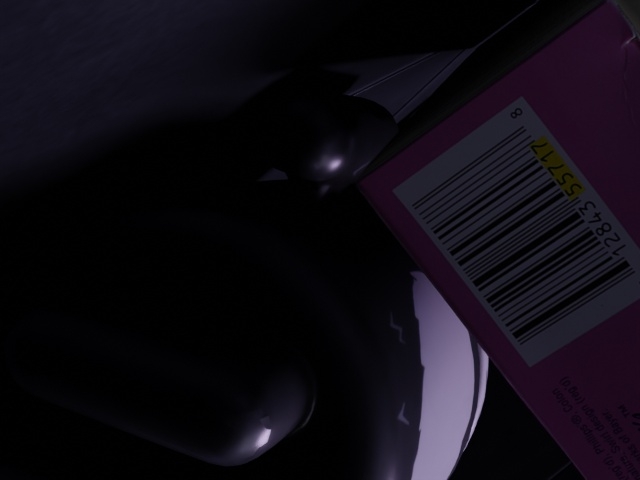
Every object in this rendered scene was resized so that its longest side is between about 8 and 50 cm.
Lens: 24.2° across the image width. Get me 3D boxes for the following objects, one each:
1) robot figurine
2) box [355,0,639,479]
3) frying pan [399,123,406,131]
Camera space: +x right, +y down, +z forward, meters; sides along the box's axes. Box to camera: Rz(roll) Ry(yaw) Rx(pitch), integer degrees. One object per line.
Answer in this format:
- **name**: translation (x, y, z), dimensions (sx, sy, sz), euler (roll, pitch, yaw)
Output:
- **robot figurine**: translation (-0.026, 0.062, 0.613), dimensions (0.209, 0.174, 0.278), euler (-35, 174, 18)
- **box**: translation (0.150, -0.007, 0.628), dimensions (0.117, 0.213, 0.243), euler (-36, -174, 25)
- **frying pan**: translation (0.011, -0.005, 0.964), dimensions (0.326, 0.053, 0.197), euler (-33, 177, 28)
